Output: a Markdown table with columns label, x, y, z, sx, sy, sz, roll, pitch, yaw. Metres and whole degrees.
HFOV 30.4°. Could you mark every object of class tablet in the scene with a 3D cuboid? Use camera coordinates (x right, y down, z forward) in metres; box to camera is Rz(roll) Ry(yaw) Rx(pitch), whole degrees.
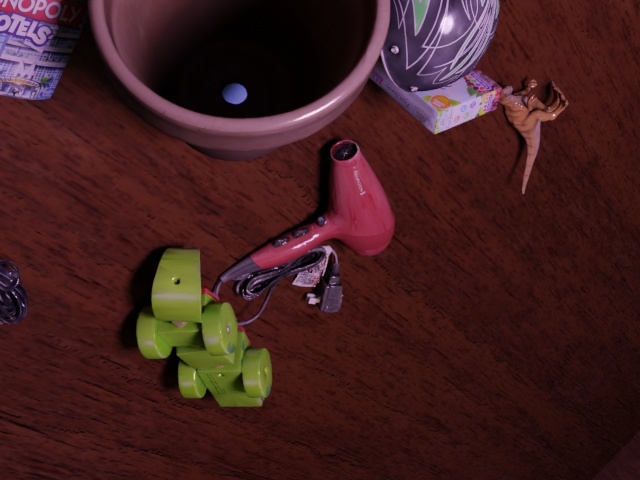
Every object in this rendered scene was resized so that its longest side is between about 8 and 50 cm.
| label | x | y | z | sx | sy | sz | roll | pitch | yaw |
| --- | --- | --- | --- | --- | --- | --- | --- | --- | --- |
| tablet | -0.089 | -0.165 | 1.326 | 0.054 | 0.006 | 0.083 | -49 | 147 | 6 |

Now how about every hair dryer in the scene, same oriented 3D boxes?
| label | x | y | z | sx | sy | sz | roll | pitch | yaw |
| --- | --- | --- | --- | --- | --- | --- | --- | --- | --- |
| hair dryer | 0.000 | 0.000 | 1.528 | 0.223 | 0.080 | 0.293 | -4 | 129 | -43 |

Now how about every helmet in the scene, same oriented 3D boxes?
| label | x | y | z | sx | sy | sz | roll | pitch | yaw |
| --- | --- | --- | --- | --- | --- | --- | --- | --- | --- |
| helmet | 0.118 | -0.254 | 1.309 | 0.169 | 0.161 | 0.169 | -27 | 142 | -24 |

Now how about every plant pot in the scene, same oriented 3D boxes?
| label | x | y | z | sx | sy | sz | roll | pitch | yaw |
| --- | --- | --- | --- | --- | --- | --- | --- | --- | --- |
| plant pot | -0.078 | -0.184 | 1.124 | 0.263 | 0.263 | 0.229 | -36 | 170 | -13 |

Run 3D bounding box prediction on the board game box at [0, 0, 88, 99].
| label | x | y | z | sx | sy | sz | roll | pitch | yaw |
| --- | --- | --- | --- | --- | --- | --- | --- | --- | --- |
| board game box | -0.274 | -0.220 | 1.029 | 0.194 | 0.060 | 0.194 | 4 | 124 | -48 |

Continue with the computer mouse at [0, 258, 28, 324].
| label | x | y | z | sx | sy | sz | roll | pitch | yaw |
| --- | --- | --- | --- | --- | --- | --- | --- | --- | --- |
| computer mouse | -0.394 | 0.113 | 1.166 | 0.188 | 0.072 | 0.272 | 70 | 29 | -51 |

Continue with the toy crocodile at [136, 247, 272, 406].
| label | x | y | z | sx | sy | sz | roll | pitch | yaw |
| --- | --- | --- | --- | --- | --- | --- | --- | --- | --- |
| toy crocodile | -0.141 | 0.127 | 1.504 | 0.115 | 0.105 | 0.340 | -4 | 149 | 15 |

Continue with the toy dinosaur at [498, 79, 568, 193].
| label | x | y | z | sx | sy | sz | roll | pitch | yaw |
| --- | --- | --- | --- | --- | --- | --- | --- | --- | --- |
| toy dinosaur | 0.299 | -0.173 | 1.689 | 0.112 | 0.064 | 0.211 | -28 | 137 | 8 |

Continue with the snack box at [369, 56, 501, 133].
| label | x | y | z | sx | sy | sz | roll | pitch | yaw |
| --- | --- | --- | --- | --- | --- | --- | --- | --- | --- |
| snack box | 0.131 | -0.193 | 1.405 | 0.100 | 0.141 | 0.037 | -25 | 142 | -27 |
